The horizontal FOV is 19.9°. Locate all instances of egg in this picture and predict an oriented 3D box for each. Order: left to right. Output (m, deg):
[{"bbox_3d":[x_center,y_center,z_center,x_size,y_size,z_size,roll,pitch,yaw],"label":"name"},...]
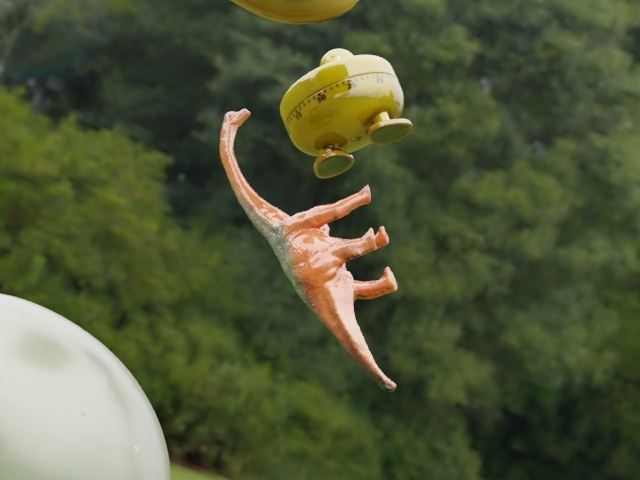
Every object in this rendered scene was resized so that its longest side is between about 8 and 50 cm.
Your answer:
[{"bbox_3d":[-0.235,0.153,1.329,0.269,0.219,0.219,41,-7,1],"label":"egg"}]

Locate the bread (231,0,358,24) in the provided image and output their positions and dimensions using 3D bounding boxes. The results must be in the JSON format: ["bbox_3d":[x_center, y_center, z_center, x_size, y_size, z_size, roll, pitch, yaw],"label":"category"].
[{"bbox_3d":[-0.016,-0.269,1.335,0.173,0.121,0.311,17,-30,0],"label":"bread"}]

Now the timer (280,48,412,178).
[{"bbox_3d":[0.016,-0.123,1.553,0.107,0.109,0.107,-20,-19,-7],"label":"timer"}]

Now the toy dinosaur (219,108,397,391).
[{"bbox_3d":[-0.001,-0.004,1.409,0.055,0.101,0.279,72,-3,-53],"label":"toy dinosaur"}]
